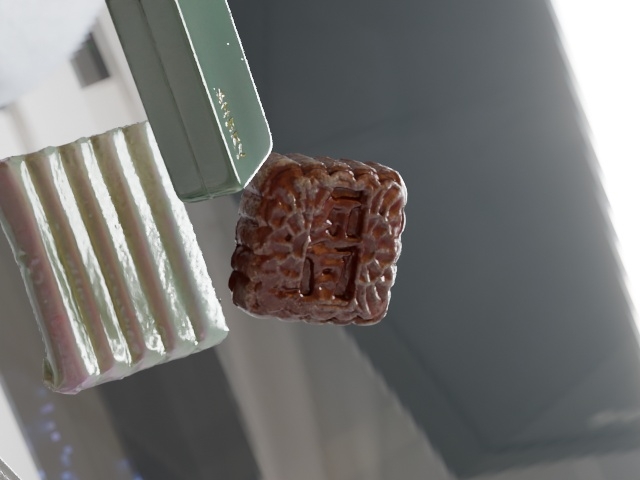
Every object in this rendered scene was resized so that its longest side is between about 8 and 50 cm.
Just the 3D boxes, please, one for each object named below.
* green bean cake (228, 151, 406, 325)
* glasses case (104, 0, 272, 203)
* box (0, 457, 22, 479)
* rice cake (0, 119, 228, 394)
[{"bbox_3d":[0.000,0.000,1.498,0.135,0.135,0.056,4,-172,-25],"label":"green bean cake"},{"bbox_3d":[-0.078,-0.117,1.004,0.039,0.184,0.078,-12,-161,18],"label":"glasses case"},{"bbox_3d":[-0.395,0.197,1.791,0.103,0.244,0.055,-34,-161,20],"label":"box"},{"bbox_3d":[-0.170,0.013,1.480,0.189,0.198,0.037,-18,-172,-42],"label":"rice cake"}]
